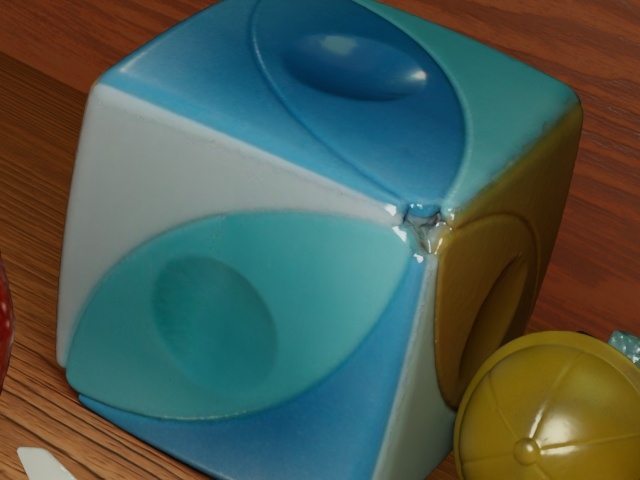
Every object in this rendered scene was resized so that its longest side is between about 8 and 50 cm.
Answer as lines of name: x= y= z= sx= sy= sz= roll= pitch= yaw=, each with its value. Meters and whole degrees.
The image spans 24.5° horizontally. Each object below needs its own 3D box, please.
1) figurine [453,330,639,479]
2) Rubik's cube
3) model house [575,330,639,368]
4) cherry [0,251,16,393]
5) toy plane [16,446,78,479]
figurine: x=0.197 y=0.183 z=1.260 sx=0.192 sy=0.167 sz=0.257 roll=57 pitch=-8 yaw=13
Rubik's cube: x=0.000 y=0.000 z=1.315 sx=0.352 sy=0.347 sz=0.352 roll=23 pitch=34 yaw=19
model house: x=0.317 y=0.241 z=1.445 sx=0.280 sy=0.248 sz=0.230 roll=29 pitch=10 yaw=24
cherry: x=-0.294 y=0.035 z=0.966 sx=0.192 sy=0.249 sz=0.175 roll=8 pitch=-15 yaw=-8
toy plane: x=-0.106 y=0.203 z=0.982 sx=0.234 sy=0.082 sz=0.160 roll=13 pitch=2 yaw=16
